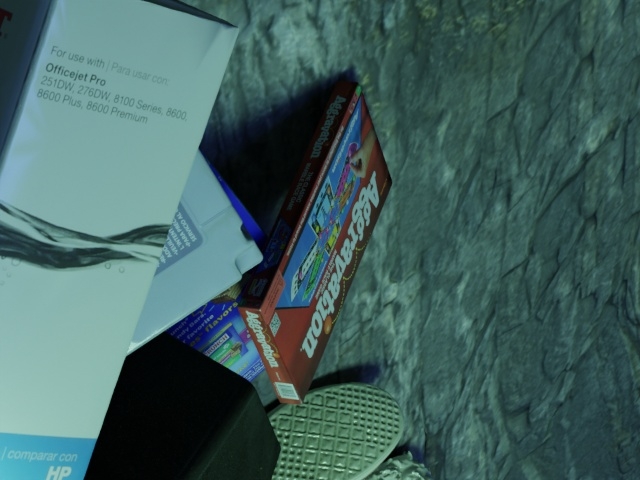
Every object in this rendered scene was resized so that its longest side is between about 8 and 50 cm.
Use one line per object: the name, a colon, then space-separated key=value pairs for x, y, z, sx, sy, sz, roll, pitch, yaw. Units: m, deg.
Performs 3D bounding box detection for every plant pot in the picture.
plant pot: x=-0.142 y=0.186 z=1.621 sx=0.167 sy=0.187 sz=0.188 roll=-51 pitch=150 yaw=-21

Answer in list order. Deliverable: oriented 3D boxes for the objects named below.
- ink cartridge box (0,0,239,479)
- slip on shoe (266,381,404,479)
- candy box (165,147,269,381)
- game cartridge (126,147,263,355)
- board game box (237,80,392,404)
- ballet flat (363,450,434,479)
ink cartridge box: x=-0.255 y=-0.020 z=1.292 sx=0.166 sy=0.285 sz=0.395 roll=12 pitch=102 yaw=-45
slip on shoe: x=-0.053 y=0.267 z=2.096 sx=0.331 sy=0.123 sz=0.101 roll=-33 pitch=168 yaw=-16
candy box: x=-0.170 y=0.055 z=1.711 sx=0.268 sy=0.122 sz=0.317 roll=-41 pitch=148 yaw=-4
game cartridge: x=-0.197 y=-0.050 z=1.503 sx=0.196 sy=0.060 sz=0.294 roll=-35 pitch=113 yaw=-11
board game box: x=0.000 y=0.000 z=1.755 sx=0.145 sy=0.027 sz=0.281 roll=70 pitch=34 yaw=-47
ballet flat: x=-0.011 y=0.387 z=2.240 sx=0.409 sy=0.147 sz=0.147 roll=-26 pitch=143 yaw=-23
